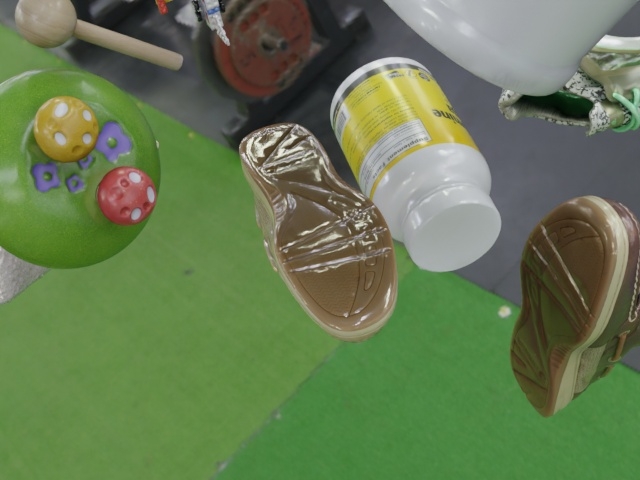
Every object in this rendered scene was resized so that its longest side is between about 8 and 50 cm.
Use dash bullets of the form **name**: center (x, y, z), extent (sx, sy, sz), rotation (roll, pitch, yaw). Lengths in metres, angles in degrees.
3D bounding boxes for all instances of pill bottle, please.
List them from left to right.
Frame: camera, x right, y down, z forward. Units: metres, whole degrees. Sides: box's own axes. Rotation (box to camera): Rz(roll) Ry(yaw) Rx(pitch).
- **pill bottle**: center (0.148, -0.118, 1.470), extent (0.187, 0.188, 0.334), rotation (-28, 49, 6)

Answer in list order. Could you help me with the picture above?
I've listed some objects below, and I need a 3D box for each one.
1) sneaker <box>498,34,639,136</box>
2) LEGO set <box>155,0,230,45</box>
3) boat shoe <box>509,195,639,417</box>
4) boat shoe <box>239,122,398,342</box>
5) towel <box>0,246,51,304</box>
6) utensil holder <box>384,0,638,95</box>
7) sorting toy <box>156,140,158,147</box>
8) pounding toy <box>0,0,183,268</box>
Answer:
- **sneaker**: center (0.437, -0.197, 1.349), extent (0.410, 0.158, 0.182), rotation (9, 50, 27)
- **LEGO set**: center (-0.133, -0.317, 0.977), extent (0.182, 0.244, 0.060), rotation (-59, 42, 22)
- **boat shoe**: center (0.286, 0.065, 0.990), extent (0.123, 0.342, 0.123), rotation (-18, 52, -12)
- **boat shoe**: center (0.000, 0.000, 1.050), extent (0.121, 0.110, 0.341), rotation (-15, 42, -8)
- **towel**: center (-0.415, -0.035, 1.358), extent (0.049, 0.187, 0.282), rotation (-1, 16, 4)
- **utensil holder**: center (0.254, -0.395, 0.955), extent (0.385, 0.327, 0.328), rotation (-47, 31, 35)
- **sorting toy**: center (-0.260, -0.115, 1.270), extent (0.083, 0.012, 0.062), rotation (3, 39, -5)
- **pounding toy**: center (-0.199, -0.092, 0.830), extent (0.110, 0.183, 0.237), rotation (-1, 74, 55)
